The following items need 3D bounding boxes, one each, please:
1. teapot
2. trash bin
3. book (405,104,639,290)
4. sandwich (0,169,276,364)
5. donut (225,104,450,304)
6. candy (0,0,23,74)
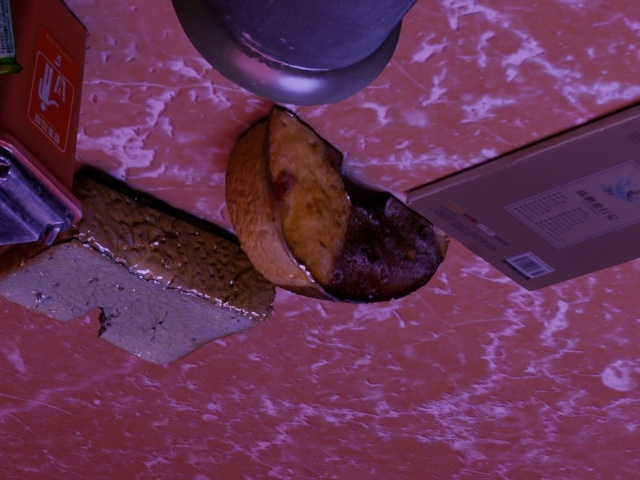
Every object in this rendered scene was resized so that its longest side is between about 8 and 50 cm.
[{"bbox_3d":[0.054,-0.268,1.273,0.270,0.200,0.337,-24,169,-29],"label":"teapot"},{"bbox_3d":[-0.318,-0.119,1.604,0.185,0.238,0.161,-8,148,23],"label":"trash bin"},{"bbox_3d":[0.273,-0.037,1.790,0.310,0.021,0.217,-21,138,41],"label":"book"},{"bbox_3d":[-0.225,0.039,1.988,0.273,0.095,0.249,26,150,-27],"label":"sandwich"},{"bbox_3d":[0.000,0.000,1.814,0.112,0.151,0.295,-8,147,46],"label":"donut"},{"bbox_3d":[-0.313,-0.226,1.505,0.102,0.178,0.032,-7,180,15],"label":"candy"}]
